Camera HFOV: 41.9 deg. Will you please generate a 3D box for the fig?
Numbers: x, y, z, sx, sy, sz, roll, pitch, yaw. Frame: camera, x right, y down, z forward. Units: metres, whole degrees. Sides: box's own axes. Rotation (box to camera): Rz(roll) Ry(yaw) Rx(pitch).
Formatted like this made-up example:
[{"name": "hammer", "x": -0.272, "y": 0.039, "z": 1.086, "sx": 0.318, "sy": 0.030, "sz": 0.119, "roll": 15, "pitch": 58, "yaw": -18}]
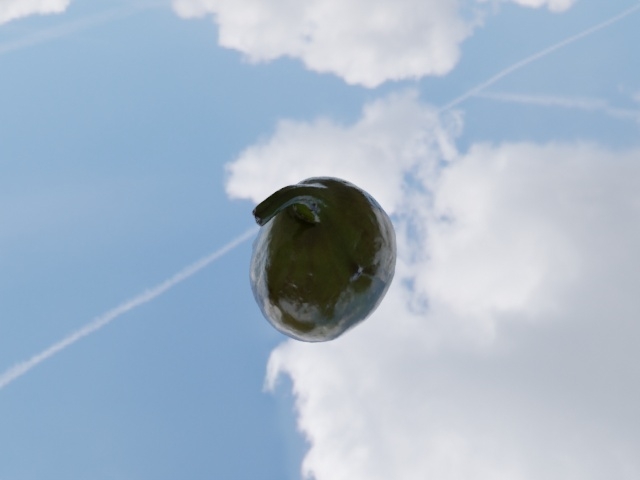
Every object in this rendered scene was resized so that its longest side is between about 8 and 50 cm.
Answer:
[{"name": "fig", "x": 0.000, "y": 0.000, "z": 0.430, "sx": 0.084, "sy": 0.098, "sz": 0.082, "roll": -27, "pitch": -126, "yaw": -20}]
